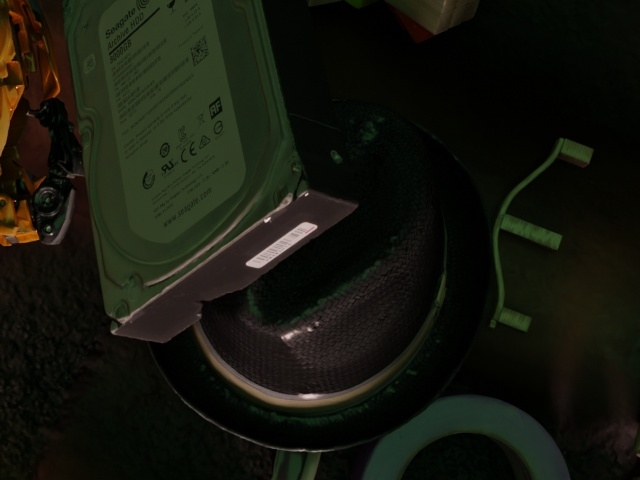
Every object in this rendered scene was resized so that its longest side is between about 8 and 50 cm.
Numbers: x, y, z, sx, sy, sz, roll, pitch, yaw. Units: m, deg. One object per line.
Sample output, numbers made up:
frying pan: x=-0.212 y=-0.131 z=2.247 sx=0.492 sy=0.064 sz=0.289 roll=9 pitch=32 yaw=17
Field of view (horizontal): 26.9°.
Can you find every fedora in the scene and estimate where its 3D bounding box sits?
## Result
fedora: x=0.000 y=0.000 z=1.114 sx=0.334 sy=0.152 sz=0.334 roll=1 pitch=65 yaw=-2

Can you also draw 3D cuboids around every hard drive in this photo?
hard drive: x=-0.104 y=-0.119 z=1.069 sx=0.064 sy=0.237 sz=0.339 roll=16 pitch=51 yaw=-42

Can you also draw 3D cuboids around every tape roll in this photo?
tape roll: x=0.122 y=0.229 z=1.190 sx=0.189 sy=0.080 sz=0.189 roll=0 pitch=86 yaw=-5

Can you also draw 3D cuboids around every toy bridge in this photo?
toy bridge: x=0.190 y=-0.007 z=1.237 sx=0.063 sy=0.026 sz=0.188 roll=22 pitch=85 yaw=-1

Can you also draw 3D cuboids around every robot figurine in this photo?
robot figurine: x=-0.309 y=-0.110 z=1.161 sx=0.211 sy=0.085 sz=0.291 roll=-10 pitch=87 yaw=8

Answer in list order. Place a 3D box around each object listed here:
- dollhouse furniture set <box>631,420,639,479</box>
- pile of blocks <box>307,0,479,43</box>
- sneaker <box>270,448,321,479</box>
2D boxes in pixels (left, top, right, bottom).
dollhouse furniture set: x=0.384 y=0.316 z=1.079 sx=0.303 sy=0.174 sz=0.355 roll=15 pitch=65 yaw=8
pile of blocks: x=-0.011 y=-0.270 z=1.211 sx=0.362 sy=0.149 sz=0.112 roll=22 pitch=128 yaw=6
sneaker: x=-0.052 y=0.146 z=1.187 sx=0.118 sy=0.083 sz=0.222 roll=10 pitch=76 yaw=1
